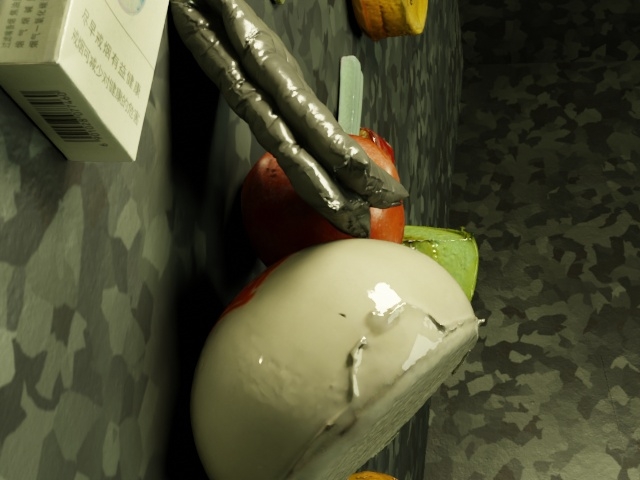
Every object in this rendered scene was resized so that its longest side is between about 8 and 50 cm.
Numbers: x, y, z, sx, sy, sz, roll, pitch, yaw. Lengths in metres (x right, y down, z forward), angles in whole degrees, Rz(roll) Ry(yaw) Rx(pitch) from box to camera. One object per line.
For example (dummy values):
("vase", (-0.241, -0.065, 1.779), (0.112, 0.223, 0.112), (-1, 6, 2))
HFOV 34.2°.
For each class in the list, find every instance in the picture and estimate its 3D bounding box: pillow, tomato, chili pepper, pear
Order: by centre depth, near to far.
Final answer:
("pillow", (-0.039, -0.152, 1.217), (0.326, 0.101, 0.228), (51, 4, 15))
("tomato", (0.002, -0.028, 1.405), (0.188, 0.232, 0.232), (-63, 151, -61))
("pear", (0.142, 0.111, 1.952), (0.176, 0.287, 0.281), (-129, -143, -81))
("chili pepper", (0.112, -0.172, 2.160), (0.086, 0.084, 0.192), (-71, 160, -4))

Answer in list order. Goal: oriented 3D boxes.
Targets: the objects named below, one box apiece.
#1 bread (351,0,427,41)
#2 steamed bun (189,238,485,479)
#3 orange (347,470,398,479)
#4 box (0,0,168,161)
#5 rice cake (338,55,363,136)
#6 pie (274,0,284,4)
("bread", (0.136, -0.514, 2.106), (0.269, 0.143, 0.195), (47, 48, -68))
("steamed bun", (-0.003, 0.147, 1.245), (0.374, 0.241, 0.374), (-41, 162, -17))
("orange", (0.083, 0.515, 1.823), (0.219, 0.193, 0.219), (17, 68, -47))
("box", (-0.197, -0.217, 0.900), (0.164, 0.069, 0.256), (63, 31, -63))
("rice cake", (0.056, -0.241, 2.007), (0.080, 0.042, 0.221), (51, 41, -67))
("pie", (-0.061, -0.395, 1.554), (0.084, 0.021, 0.084), (5, 90, -78))
